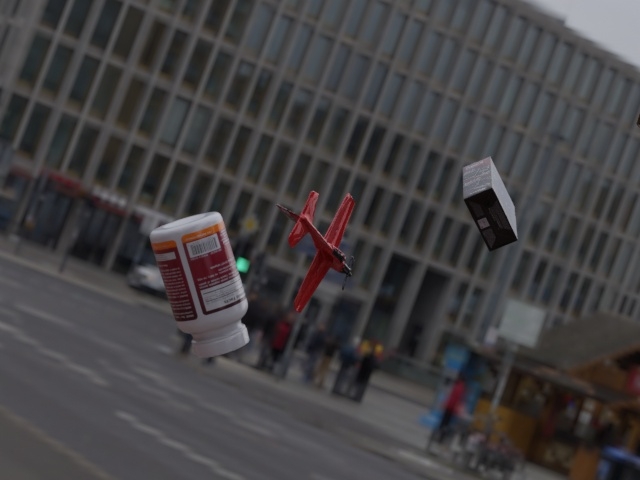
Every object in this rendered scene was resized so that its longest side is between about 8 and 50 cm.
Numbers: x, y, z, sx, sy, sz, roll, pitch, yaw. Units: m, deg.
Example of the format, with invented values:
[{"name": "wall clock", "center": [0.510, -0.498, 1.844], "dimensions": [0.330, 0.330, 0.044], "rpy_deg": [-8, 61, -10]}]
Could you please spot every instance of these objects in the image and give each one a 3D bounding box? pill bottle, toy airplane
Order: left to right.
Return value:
[{"name": "pill bottle", "center": [-0.132, 0.051, 1.716], "dimensions": [0.086, 0.152, 0.086], "rpy_deg": [-15, 8, 2]}, {"name": "toy airplane", "center": [0.000, 0.000, 1.670], "dimensions": [0.028, 0.151, 0.151], "rpy_deg": [10, -9, 39]}]

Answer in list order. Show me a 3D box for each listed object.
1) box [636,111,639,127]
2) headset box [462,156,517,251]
[{"name": "box", "center": [0.450, -0.208, 1.772], "dimensions": [0.201, 0.164, 0.021], "rpy_deg": [-7, 26, -45]}, {"name": "headset box", "center": [0.163, -0.037, 1.471], "dimensions": [0.062, 0.032, 0.083], "rpy_deg": [62, 17, -21]}]
